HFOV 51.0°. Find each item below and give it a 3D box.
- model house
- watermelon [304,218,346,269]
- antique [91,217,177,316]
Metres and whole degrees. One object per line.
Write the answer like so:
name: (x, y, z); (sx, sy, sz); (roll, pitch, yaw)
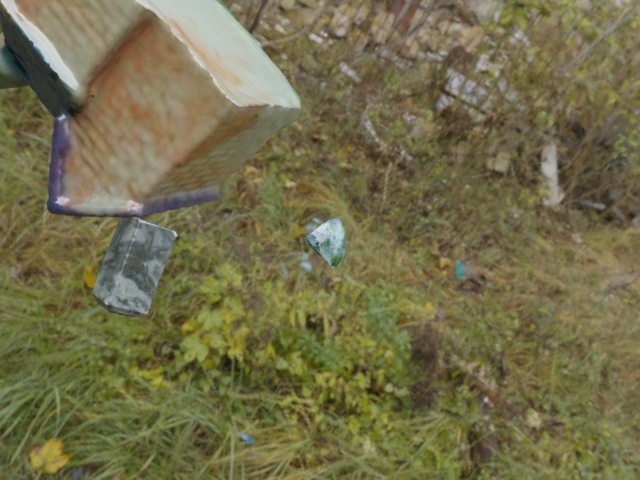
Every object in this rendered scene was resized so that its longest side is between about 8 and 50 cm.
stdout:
model house: (-0.239, -0.178, 0.818); (0.312, 0.280, 0.245); (50, 23, 3)
watermelon: (0.000, 0.000, 1.051); (0.085, 0.085, 0.061); (9, -7, -42)
antique: (-0.358, 0.050, 1.280); (0.088, 0.183, 0.086); (23, -3, -40)
